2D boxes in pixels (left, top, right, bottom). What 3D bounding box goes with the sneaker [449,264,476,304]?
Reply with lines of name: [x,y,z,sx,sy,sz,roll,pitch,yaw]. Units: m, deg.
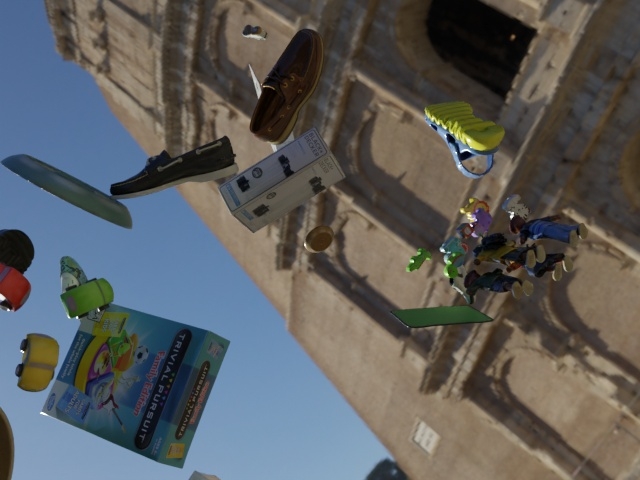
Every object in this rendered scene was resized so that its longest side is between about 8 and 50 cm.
sneaker: [0.305,0.097,1.618,0.043,0.040,0.109,-32,-68,-8]

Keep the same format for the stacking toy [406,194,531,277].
stacking toy: [0.282,-0.004,1.429,0.221,0.052,0.167,-43,13,-14]

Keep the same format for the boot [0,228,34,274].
boot: [-0.791,0.090,1.533,0.348,0.260,0.131,-50,-46,-48]

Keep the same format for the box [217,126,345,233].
box: [-0.094,-0.148,1.874,0.289,0.087,0.169,-31,-22,3]

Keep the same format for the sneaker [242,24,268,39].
sneaker: [-0.157,-0.496,1.784,0.037,0.083,0.032,25,-87,-41]

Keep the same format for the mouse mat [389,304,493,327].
mouse mat: [0.255,0.161,1.583,0.189,0.152,0.007,-2,-82,-10]

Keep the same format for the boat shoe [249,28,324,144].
boat shoe: [-0.050,-0.224,1.078,0.060,0.064,0.178,0,-61,-59]

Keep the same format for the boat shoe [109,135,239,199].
boat shoe: [-0.340,-0.164,1.689,0.302,0.091,0.114,-15,12,-4]

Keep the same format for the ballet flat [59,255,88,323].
ballet flat: [-0.586,0.129,1.788,0.070,0.189,0.070,-25,12,6]

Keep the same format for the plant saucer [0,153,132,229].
plant saucer: [-0.562,-0.117,1.676,0.044,0.317,0.317,-63,-25,-2]

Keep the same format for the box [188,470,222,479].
box: [-0.242,0.645,1.787,0.091,0.170,0.130,-57,-26,-11]

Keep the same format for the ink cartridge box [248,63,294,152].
ink cartridge box: [-0.131,-0.358,2.062,0.060,0.275,0.239,-15,-64,-5]

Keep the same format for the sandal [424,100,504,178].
sandal: [0.349,-0.257,1.861,0.126,0.317,0.138,-10,-59,-9]

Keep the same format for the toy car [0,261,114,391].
toy car: [-0.452,0.116,1.284,0.225,0.239,0.053,-24,1,-43]

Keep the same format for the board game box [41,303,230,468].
board game box: [-0.370,0.272,1.469,0.079,0.335,0.254,41,-116,-53]

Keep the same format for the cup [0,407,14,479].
cup: [-0.750,0.409,1.302,0.331,0.236,0.331,7,-90,-68]

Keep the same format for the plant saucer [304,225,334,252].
plant saucer: [0.000,0.000,1.907,0.083,0.015,0.084,-15,-51,-19]

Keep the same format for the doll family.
doll family: [0.262,0.015,0.979,0.192,0.111,0.076,-17,-77,-32]
